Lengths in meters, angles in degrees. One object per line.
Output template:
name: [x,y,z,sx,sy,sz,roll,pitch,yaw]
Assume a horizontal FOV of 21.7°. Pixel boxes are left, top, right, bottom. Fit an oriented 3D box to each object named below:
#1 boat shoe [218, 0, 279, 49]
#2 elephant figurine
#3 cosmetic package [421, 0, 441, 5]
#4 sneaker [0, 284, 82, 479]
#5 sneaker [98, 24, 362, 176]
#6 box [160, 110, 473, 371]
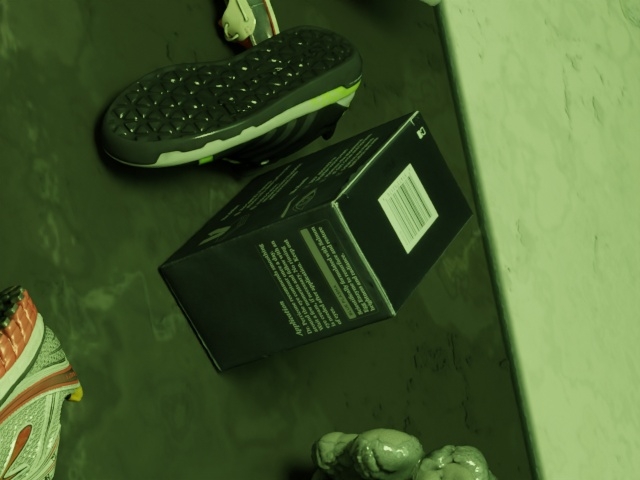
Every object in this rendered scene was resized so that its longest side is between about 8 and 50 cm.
boat shoe: [-0.060,-0.176,1.285,0.043,0.049,0.137,-13,87,-14]
elephant figurine: [0.047,0.262,1.156,0.169,0.186,0.239,105,-6,-71]
cosmetic package: [0.046,-0.351,1.383,0.224,0.138,0.224,21,55,-26]
sneaker: [-0.188,0.127,0.915,0.092,0.088,0.225,53,38,-27]
sneaker: [-0.056,-0.078,1.204,0.235,0.097,0.084,-22,49,-37]
box: [0.000,0.000,1.178,0.093,0.158,0.156,61,35,-14]
